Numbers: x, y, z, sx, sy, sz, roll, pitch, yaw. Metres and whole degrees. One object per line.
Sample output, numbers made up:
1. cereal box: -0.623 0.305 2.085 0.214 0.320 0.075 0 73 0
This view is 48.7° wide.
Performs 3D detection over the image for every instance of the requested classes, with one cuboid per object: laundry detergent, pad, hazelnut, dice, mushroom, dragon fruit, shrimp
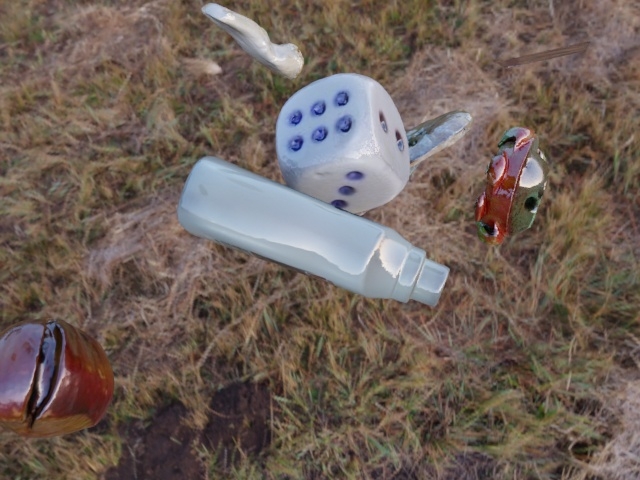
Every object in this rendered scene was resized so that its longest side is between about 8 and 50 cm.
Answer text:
1. laundry detergent: 0.000 0.000 1.094 0.397 0.264 0.125 21 86 7
2. pad: 0.294 -0.244 0.932 0.113 0.006 0.188 -8 8 20
3. hazelnut: -0.409 0.205 1.059 0.204 0.178 0.178 18 41 -28
4. dice: 0.043 -0.169 1.274 0.193 0.192 0.194 -14 60 24
5. mushroom: -0.098 -0.305 1.068 0.059 0.202 0.054 16 86 40
6. dragon fruit: 0.428 -0.120 1.583 0.130 0.295 0.268 17 57 12
7. shrimp: 0.152 -0.153 1.487 0.445 0.110 0.221 -36 12 -20
